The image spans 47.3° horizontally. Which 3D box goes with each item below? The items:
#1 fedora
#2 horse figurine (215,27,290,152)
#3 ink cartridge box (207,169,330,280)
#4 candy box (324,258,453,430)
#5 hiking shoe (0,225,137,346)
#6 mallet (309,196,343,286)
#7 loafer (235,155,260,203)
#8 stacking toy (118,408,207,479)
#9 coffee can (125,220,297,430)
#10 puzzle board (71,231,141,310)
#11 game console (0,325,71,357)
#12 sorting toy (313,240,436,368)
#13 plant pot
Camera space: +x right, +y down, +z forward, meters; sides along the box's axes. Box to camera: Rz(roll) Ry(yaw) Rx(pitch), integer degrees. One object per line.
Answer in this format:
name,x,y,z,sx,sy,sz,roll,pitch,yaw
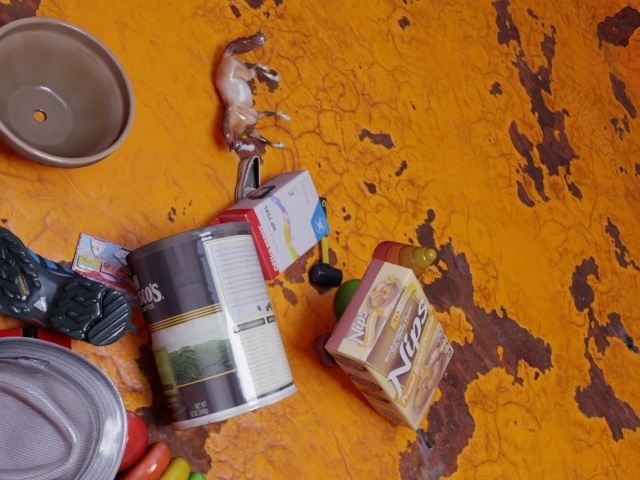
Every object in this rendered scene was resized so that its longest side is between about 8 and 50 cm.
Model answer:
fedora,-0.385,0.242,0.921,0.275,0.124,0.244,27,72,-6
horse figurine,-0.141,-0.283,1.412,0.174,0.066,0.264,-1,77,-45
ink cartridge box,-0.094,-0.018,1.319,0.231,0.078,0.134,-41,118,-41
candy box,0.136,0.196,1.324,0.183,0.087,0.316,-60,145,-21
hiking shoe,-0.412,0.071,1.038,0.304,0.132,0.113,29,74,-3
mallet,0.000,0.000,1.444,0.062,0.039,0.190,5,66,-35
loafer,-0.131,-0.100,1.366,0.045,0.039,0.125,12,66,-36
stacking toy,-0.211,0.376,1.073,0.330,0.141,0.141,50,50,-7
coffee can,-0.168,0.130,1.138,0.201,0.201,0.276,-12,83,-41
puzzle board,-0.332,0.050,1.168,0.128,0.011,0.097,23,61,-32
game console,-0.423,0.200,1.036,0.124,0.085,0.144,28,52,-66
sorting toy,0.126,0.111,1.441,0.127,0.126,0.365,53,49,-11
plant pot,-0.419,-0.212,1.128,0.237,0.109,0.238,16,64,-36
